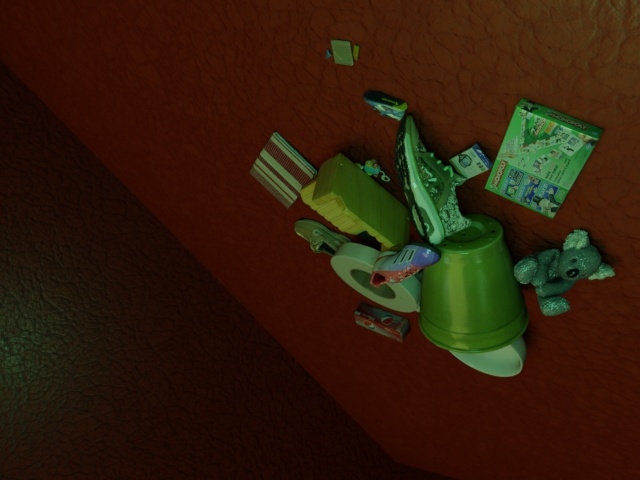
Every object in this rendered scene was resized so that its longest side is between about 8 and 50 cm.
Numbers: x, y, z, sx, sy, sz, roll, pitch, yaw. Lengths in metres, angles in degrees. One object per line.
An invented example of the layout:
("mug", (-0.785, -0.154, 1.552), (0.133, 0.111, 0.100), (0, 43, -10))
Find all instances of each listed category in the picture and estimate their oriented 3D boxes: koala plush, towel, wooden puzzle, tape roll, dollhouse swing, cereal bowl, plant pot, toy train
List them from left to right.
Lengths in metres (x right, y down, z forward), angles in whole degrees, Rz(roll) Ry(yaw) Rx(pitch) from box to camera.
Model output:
("towel", (-0.155, -0.282, 2.231), (0.237, 0.037, 0.329), (43, 149, -3))
("wooden puzzle", (0.067, -0.560, 1.622), (0.116, 0.014, 0.078), (24, 143, 25))
("dollhouse swing", (0.088, -0.076, 1.934), (0.347, 0.315, 0.305), (37, 130, -22))
("toy train", (0.167, -0.238, 1.925), (0.125, 0.046, 0.166), (40, 149, -28))
("tape roll", (0.223, 0.149, 2.152), (0.392, 0.072, 0.392), (29, 160, 11))
("plant pot", (0.485, 0.116, 1.790), (0.367, 0.366, 0.352), (13, 130, 38))
("cereal bowl", (0.644, 0.372, 2.130), (0.339, 0.141, 0.338), (28, 148, 19))
("koala plush", (0.734, 0.077, 1.630), (0.196, 0.203, 0.221), (52, 129, 1))

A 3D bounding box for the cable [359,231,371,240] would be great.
("cable", (0.094, -0.097, 2.165), (0.140, 0.072, 0.287), (3, 135, 47))

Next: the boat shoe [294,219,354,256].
("boat shoe", (0.000, 0.000, 2.377), (0.303, 0.098, 0.109), (25, 147, 24))

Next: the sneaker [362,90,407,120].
("sneaker", (0.191, -0.407, 1.654), (0.144, 0.053, 0.059), (29, 151, 19))

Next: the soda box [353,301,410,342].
("soda box", (0.292, 0.389, 2.604), (0.264, 0.083, 0.092), (19, 144, 33))

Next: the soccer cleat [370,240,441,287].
("soccer cleat", (0.260, 0.083, 1.705), (0.109, 0.116, 0.318), (35, 159, -15))

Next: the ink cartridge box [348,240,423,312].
("ink cartridge box", (0.297, 0.140, 2.273), (0.324, 0.071, 0.330), (18, 142, 34))

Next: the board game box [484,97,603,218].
("board game box", (0.591, -0.213, 1.481), (0.214, 0.046, 0.317), (29, 149, 18))

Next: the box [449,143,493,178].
("box", (0.446, -0.232, 1.605), (0.081, 0.028, 0.136), (51, 157, -6))

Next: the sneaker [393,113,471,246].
("sneaker", (0.343, -0.190, 1.661), (0.158, 0.182, 0.409), (180, 74, -83))
